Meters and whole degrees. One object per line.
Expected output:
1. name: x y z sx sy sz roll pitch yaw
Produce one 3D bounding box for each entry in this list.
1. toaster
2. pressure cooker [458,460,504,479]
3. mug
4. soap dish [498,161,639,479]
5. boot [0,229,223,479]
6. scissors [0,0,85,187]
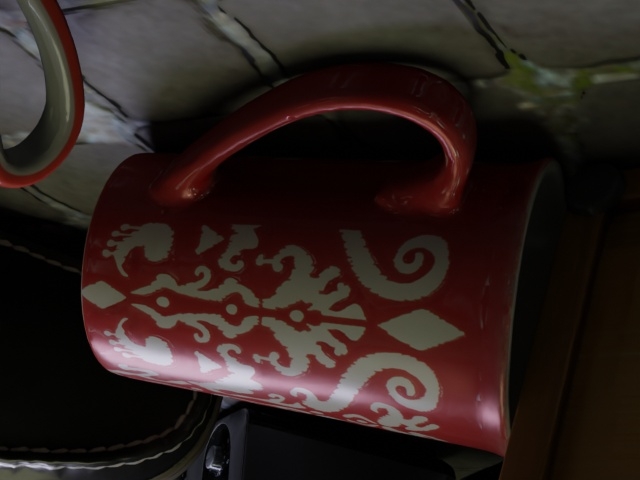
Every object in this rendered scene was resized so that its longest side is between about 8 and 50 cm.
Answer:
1. toaster: -0.011 0.190 1.016 0.185 0.110 0.168 17 157 -21
2. pressure cooker: 0.107 0.290 0.719 0.375 0.370 0.420 -12 164 -46
3. mug: 0.003 0.000 0.589 0.169 0.150 0.113 6 -165 19
4. soap dish: 0.194 0.065 0.499 0.291 0.229 0.118 -7 137 34
5. boot: -0.210 0.003 0.608 0.377 0.138 0.284 17 157 -6
6. scissors: -0.146 -0.112 0.425 0.021 0.109 0.297 38 155 40
